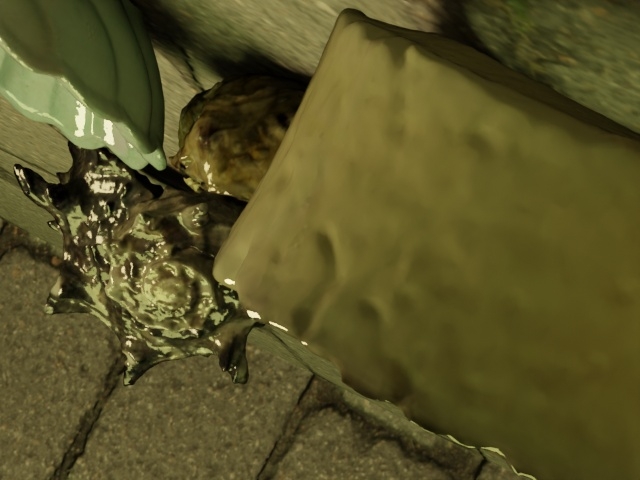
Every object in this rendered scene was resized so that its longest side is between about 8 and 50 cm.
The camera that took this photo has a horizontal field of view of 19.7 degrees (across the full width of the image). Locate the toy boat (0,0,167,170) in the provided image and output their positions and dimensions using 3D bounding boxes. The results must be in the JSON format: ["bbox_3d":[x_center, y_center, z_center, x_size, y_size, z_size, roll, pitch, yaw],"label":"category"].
[{"bbox_3d":[-0.207,-0.150,1.229,0.290,0.100,0.199,34,169,-40],"label":"toy boat"}]

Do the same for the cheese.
[{"bbox_3d":[0.129,0.022,0.874,0.332,0.153,0.292,29,-174,12],"label":"cheese"}]

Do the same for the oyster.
[{"bbox_3d":[0.013,-0.054,1.231,0.294,0.094,0.166,13,-175,24],"label":"oyster"}]

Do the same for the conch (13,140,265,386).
[{"bbox_3d":[-0.168,0.011,1.863,0.313,0.186,0.241,45,144,10],"label":"conch"}]
